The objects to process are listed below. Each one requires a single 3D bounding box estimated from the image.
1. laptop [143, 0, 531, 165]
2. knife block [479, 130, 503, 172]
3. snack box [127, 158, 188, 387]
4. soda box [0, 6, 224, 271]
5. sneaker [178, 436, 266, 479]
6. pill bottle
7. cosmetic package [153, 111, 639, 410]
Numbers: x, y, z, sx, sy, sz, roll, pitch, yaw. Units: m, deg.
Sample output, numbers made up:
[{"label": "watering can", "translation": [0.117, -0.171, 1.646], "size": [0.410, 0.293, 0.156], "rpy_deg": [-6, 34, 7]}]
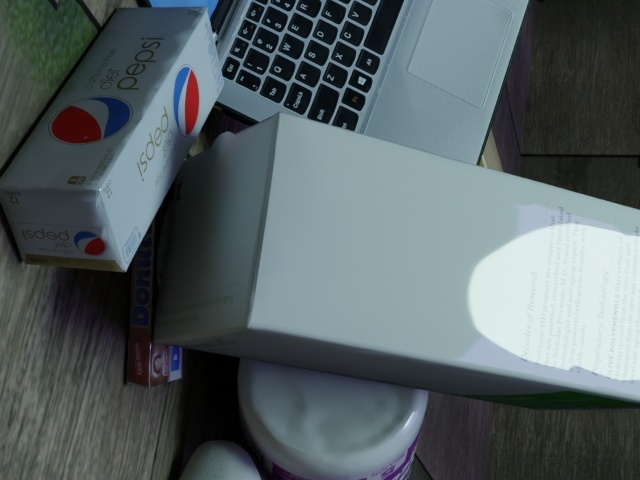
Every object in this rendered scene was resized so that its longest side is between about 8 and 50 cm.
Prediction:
[{"label": "laptop", "translation": [0.033, -0.293, 1.030], "size": [0.236, 0.408, 0.382], "rpy_deg": [-46, -159, 62]}, {"label": "knife block", "translation": [0.151, -0.204, 1.539], "size": [0.242, 0.276, 0.088], "rpy_deg": [-61, 177, 29]}, {"label": "snack box", "translation": [-0.127, 0.023, 0.981], "size": [0.064, 0.022, 0.178], "rpy_deg": [-3, 96, -74]}, {"label": "soda box", "translation": [-0.134, -0.075, 0.841], "size": [0.216, 0.074, 0.069], "rpy_deg": [-69, 157, -47]}, {"label": "sneaker", "translation": [-0.107, 0.279, 0.983], "size": [0.145, 0.090, 0.270], "rpy_deg": [59, 40, -67]}, {"label": "pill bottle", "translation": [0.008, 0.184, 1.183], "size": [0.301, 0.169, 0.169], "rpy_deg": [93, 8, -62]}, {"label": "cosmetic package", "translation": [0.080, 0.031, 0.954], "size": [0.197, 0.366, 0.155], "rpy_deg": [163, -65, -64]}]
